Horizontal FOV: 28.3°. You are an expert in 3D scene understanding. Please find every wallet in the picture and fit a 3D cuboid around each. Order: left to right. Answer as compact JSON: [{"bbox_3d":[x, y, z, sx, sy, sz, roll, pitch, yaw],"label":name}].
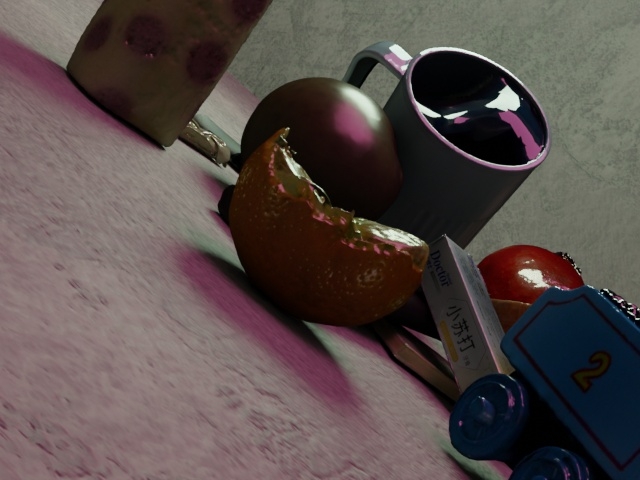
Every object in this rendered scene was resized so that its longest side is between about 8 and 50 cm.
[{"bbox_3d":[0.045,0.041,1.746,0.228,0.062,0.406,36,6,34],"label":"wallet"}]

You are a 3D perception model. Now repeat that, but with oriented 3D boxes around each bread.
[{"bbox_3d":[-0.186,-0.313,1.742,0.155,0.338,0.187,37,2,43],"label":"bread"}]

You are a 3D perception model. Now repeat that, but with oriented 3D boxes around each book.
[{"bbox_3d":[0.186,0.195,1.800,0.289,0.026,0.201,37,6,-21],"label":"book"}]

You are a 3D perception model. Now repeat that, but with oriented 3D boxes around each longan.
[{"bbox_3d":[0.004,-0.122,1.914,0.258,0.258,0.258,40,7,-5],"label":"longan"}]

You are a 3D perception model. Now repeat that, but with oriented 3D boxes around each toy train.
[{"bbox_3d":[0.304,0.208,1.362,0.188,0.265,0.300,37,9,-31],"label":"toy train"}]

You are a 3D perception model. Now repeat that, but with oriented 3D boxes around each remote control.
[{"bbox_3d":[-0.125,-0.137,2.177,0.256,0.045,0.097,39,6,13],"label":"remote control"}]

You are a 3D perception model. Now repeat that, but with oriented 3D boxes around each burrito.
[{"bbox_3d":[-0.204,-0.174,1.991,0.045,0.041,0.185,34,-2,43],"label":"burrito"}]

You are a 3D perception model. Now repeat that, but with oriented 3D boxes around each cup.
[{"bbox_3d":[0.158,-0.131,2.083,0.331,0.311,0.257,24,45,-9],"label":"cup"}]

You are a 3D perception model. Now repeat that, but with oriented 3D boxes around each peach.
[{"bbox_3d":[0.386,0.166,2.410,0.201,0.258,0.362,-2,41,-18],"label":"peach"}]

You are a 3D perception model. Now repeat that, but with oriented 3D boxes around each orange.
[{"bbox_3d":[-0.005,0.003,1.416,0.237,0.158,0.179,39,8,-9],"label":"orange"}]

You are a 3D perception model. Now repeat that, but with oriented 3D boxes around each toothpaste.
[{"bbox_3d":[0.210,0.137,1.703,0.089,0.071,0.313,33,31,-46],"label":"toothpaste"}]

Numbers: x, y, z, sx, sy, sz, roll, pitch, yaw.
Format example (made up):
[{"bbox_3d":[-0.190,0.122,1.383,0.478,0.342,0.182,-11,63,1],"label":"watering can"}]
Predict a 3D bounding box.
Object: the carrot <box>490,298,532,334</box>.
[{"bbox_3d":[0.362,0.157,2.138,0.258,0.100,0.307,8,-6,-30],"label":"carrot"}]
